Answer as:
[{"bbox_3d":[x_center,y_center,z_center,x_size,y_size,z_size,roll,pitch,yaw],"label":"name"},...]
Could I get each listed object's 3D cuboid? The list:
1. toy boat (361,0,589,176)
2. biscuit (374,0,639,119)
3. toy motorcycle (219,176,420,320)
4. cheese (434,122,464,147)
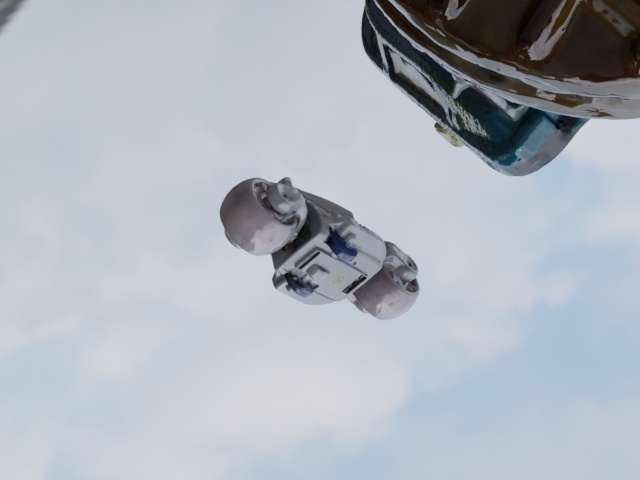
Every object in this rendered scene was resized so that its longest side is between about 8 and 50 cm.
[{"bbox_3d":[0.092,-0.155,1.197,0.134,0.092,0.299,-48,-149,5],"label":"toy boat"},{"bbox_3d":[0.156,-0.226,0.962,0.332,0.332,0.103,-25,166,6],"label":"biscuit"},{"bbox_3d":[0.000,0.000,1.750,0.112,0.254,0.112,-22,-125,36],"label":"toy motorcycle"},{"bbox_3d":[0.152,-0.137,2.032,0.044,0.083,0.030,31,-112,12],"label":"cheese"}]
